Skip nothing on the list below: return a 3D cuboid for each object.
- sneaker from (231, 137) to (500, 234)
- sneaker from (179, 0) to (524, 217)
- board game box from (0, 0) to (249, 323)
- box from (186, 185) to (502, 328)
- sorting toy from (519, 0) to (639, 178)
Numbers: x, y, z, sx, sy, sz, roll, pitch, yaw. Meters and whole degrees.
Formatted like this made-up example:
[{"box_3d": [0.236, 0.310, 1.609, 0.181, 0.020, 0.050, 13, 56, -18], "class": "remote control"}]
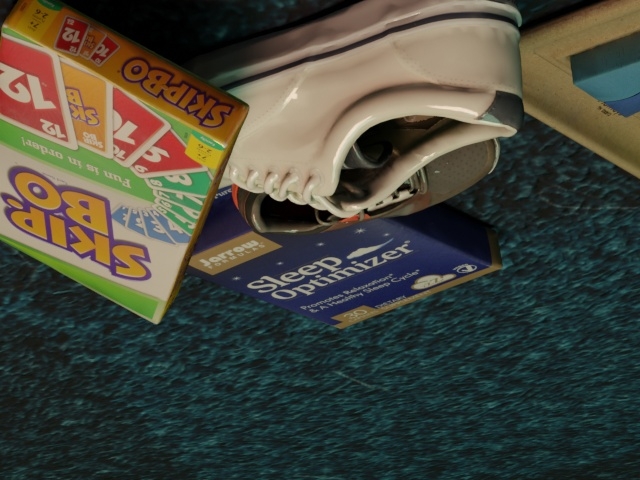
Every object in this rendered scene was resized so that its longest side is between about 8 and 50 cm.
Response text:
[{"box_3d": [0.028, -0.029, 1.051, 0.158, 0.065, 0.061, -16, 112, 4], "class": "sneaker"}, {"box_3d": [-0.008, -0.057, 0.971, 0.258, 0.091, 0.094, -22, 153, 35], "class": "sneaker"}, {"box_3d": [-0.121, -0.033, 0.999, 0.124, 0.039, 0.259, 29, 155, 0], "class": "board game box"}, {"box_3d": [0.000, 0.000, 1.184, 0.136, 0.036, 0.225, -22, 152, 31], "class": "box"}, {"box_3d": [0.266, -0.086, 1.054, 0.229, 0.041, 0.307, -22, 153, 31], "class": "sorting toy"}]
